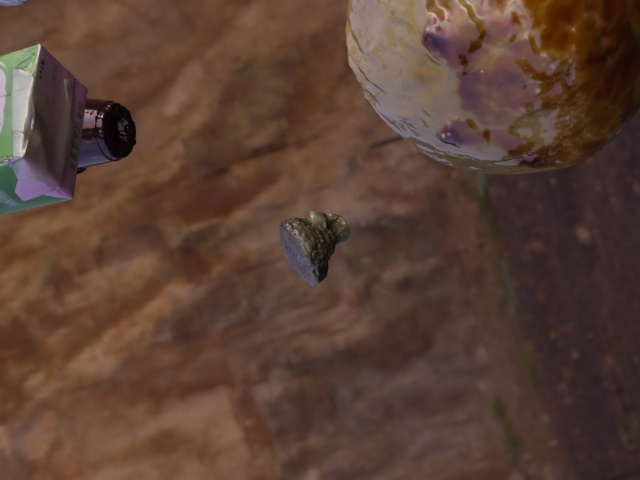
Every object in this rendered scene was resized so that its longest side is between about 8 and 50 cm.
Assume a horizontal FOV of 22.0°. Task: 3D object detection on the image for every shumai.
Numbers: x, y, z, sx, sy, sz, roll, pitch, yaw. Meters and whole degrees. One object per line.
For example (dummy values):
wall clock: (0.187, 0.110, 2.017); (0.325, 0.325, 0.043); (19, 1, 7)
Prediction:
shumai: (0.000, 0.000, 1.897); (0.083, 0.080, 0.082); (58, 163, 3)

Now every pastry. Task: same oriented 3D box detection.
pastry: (0.218, -0.249, 1.776); (0.313, 0.388, 0.388); (26, 152, 32)

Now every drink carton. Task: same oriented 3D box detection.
drink carton: (-0.408, -0.104, 1.874); (0.108, 0.271, 0.161); (45, -141, -50)

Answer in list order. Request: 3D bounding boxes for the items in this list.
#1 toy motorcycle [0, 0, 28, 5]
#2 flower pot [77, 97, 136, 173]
toy motorcycle: (-0.357, -0.322, 1.894); (0.112, 0.254, 0.112); (5, -96, -48)
flower pot: (-0.292, -0.140, 2.116); (0.111, 0.089, 0.111); (3, -93, -57)
